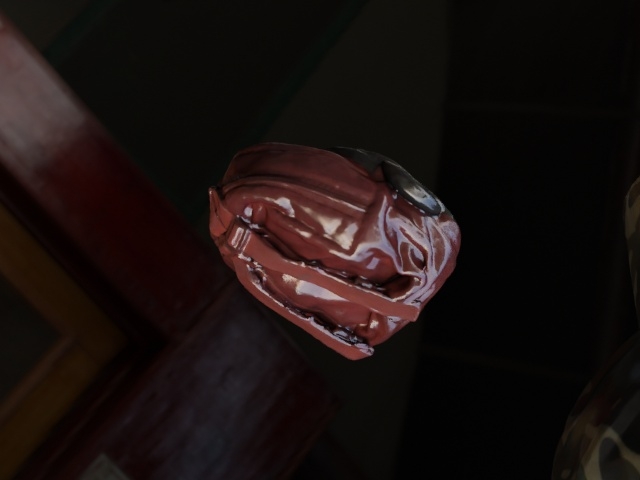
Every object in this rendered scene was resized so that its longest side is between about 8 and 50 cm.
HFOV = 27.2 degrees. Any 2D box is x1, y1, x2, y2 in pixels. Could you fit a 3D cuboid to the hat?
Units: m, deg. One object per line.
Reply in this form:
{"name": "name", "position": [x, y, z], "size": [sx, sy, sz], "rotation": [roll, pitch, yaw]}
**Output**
{"name": "hat", "position": [0.311, 0.131, 1.320], "size": [0.257, 0.366, 0.382], "rotation": [-18, -129, -6]}

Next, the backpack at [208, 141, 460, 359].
{"name": "backpack", "position": [0.001, -0.002, 1.168], "size": [0.229, 0.229, 0.139], "rotation": [-12, -132, 56]}
